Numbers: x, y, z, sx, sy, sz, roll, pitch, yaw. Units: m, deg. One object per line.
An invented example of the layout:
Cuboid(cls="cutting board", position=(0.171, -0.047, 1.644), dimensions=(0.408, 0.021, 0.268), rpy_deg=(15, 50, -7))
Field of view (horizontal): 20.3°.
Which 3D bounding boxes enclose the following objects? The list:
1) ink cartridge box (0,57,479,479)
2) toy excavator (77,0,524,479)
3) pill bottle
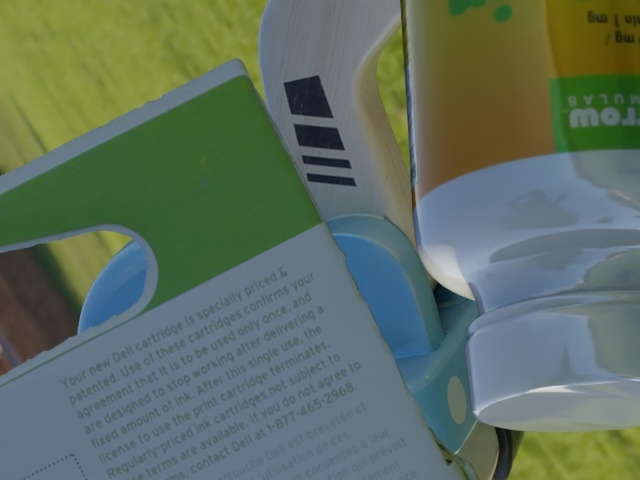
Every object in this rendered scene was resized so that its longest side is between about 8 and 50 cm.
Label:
Cuboid(cls="ink cartridge box", position=(-0.045, 0.100, 0.546), dimensions=(0.255, 0.189, 0.097), rpy_deg=(63, 177, -3))
Cuboid(cls="toy excavator", position=(0.000, 0.000, 1.031), dimensions=(0.222, 0.433, 0.445), rpy_deg=(-51, -55, -57))
Cuboid(cls="pill bottle", position=(0.103, -0.051, 0.736), dimensions=(0.136, 0.136, 0.245), rpy_deg=(107, 161, -72))
